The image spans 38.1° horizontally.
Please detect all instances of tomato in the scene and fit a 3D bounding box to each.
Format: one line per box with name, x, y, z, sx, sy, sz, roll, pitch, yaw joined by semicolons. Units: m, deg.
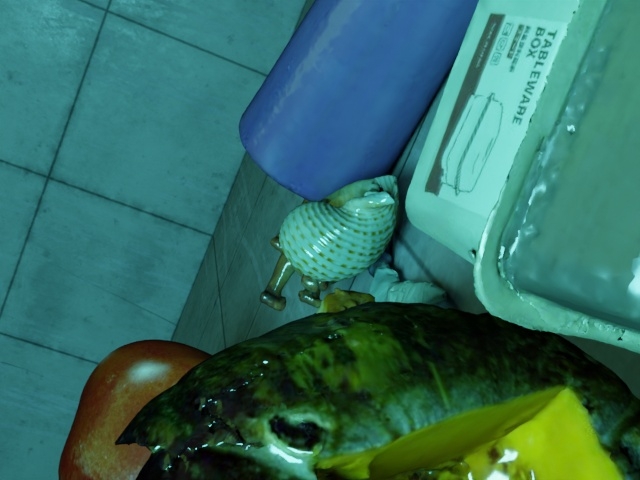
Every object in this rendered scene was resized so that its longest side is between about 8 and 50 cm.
tomato;-0.197;0.294;1.246;0.325;0.289;0.293;138;150;-74

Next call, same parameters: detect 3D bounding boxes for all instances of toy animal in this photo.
toy animal;0.000;0.000;1.275;0.157;0.097;0.312;-54;12;27

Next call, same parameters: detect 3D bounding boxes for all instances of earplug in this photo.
earplug;0.084;-0.266;1.154;0.456;0.215;0.215;-57;19;34

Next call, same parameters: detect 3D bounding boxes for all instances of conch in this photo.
conch;0.028;-0.013;1.080;0.135;0.153;0.102;-74;-32;-57

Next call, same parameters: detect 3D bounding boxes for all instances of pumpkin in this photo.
pumpkin;0.053;0.173;0.437;0.192;0.320;0.320;120;163;-51

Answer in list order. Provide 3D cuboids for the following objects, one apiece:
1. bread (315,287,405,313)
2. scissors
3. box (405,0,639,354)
bread;0.063;0.182;0.626;0.114;0.184;0.275;113;169;-53
scissors;0.071;0.072;1.066;0.383;0.029;0.256;-136;67;-75
box;0.188;-0.084;0.446;0.166;0.220;0.291;30;101;54
